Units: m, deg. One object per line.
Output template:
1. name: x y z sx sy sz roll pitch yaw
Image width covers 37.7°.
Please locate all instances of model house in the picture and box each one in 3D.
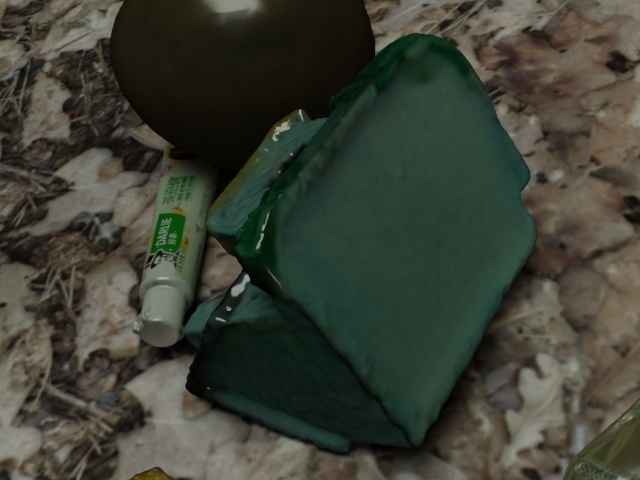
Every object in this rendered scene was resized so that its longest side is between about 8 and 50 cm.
1. model house: 0.000 0.000 0.791 0.249 0.230 0.280 -5 40 49

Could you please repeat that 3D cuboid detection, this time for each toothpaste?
1. toothpaste: -0.139 -0.023 0.952 0.058 0.056 0.314 24 40 -20

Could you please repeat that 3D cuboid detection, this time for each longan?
1. longan: -0.074 -0.193 0.946 0.258 0.258 0.258 -10 47 10

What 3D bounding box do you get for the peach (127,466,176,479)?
1. peach: -0.132 0.266 0.523 0.281 0.281 0.338 15 56 29

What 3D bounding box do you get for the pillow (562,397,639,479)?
1. pillow: 0.280 0.138 0.668 0.217 0.033 0.130 -42 48 -20
